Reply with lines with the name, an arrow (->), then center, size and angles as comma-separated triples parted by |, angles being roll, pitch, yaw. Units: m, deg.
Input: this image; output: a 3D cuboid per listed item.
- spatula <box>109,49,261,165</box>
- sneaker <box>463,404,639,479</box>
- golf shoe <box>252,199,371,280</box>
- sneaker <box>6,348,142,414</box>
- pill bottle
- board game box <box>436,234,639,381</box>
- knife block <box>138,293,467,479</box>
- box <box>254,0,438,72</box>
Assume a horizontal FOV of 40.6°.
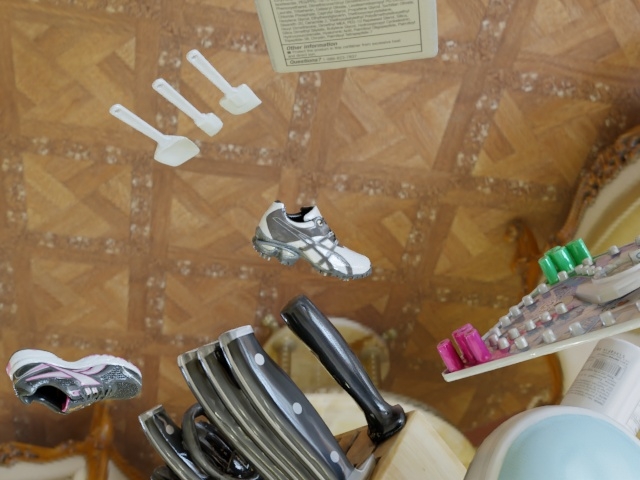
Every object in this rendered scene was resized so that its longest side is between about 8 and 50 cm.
spatula -> -0.182, -0.175, 1.181 | 0.168, 0.019, 0.242 | -32, 166, 7
sneaker -> 0.142, 0.218, 0.287 | 0.135, 0.365, 0.150 | -3, 152, -14
golf shoe -> 0.000, 0.000, 1.289 | 0.198, 0.077, 0.093 | 16, 98, -27
sneaker -> -0.326, 0.200, 1.153 | 0.178, 0.077, 0.072 | 8, 124, -28
pill bottle -> 0.483, 0.293, 1.482 | 0.131, 0.229, 0.131 | 34, 164, 11
board game box -> 0.382, 0.033, 1.095 | 0.390, 0.390, 0.050 | -26, 92, 42
knife block -> 0.040, 0.154, 0.458 | 0.276, 0.088, 0.242 | 18, 128, 21
box -> 0.007, -0.274, 0.622 | 0.148, 0.121, 0.311 | -3, 148, 6
